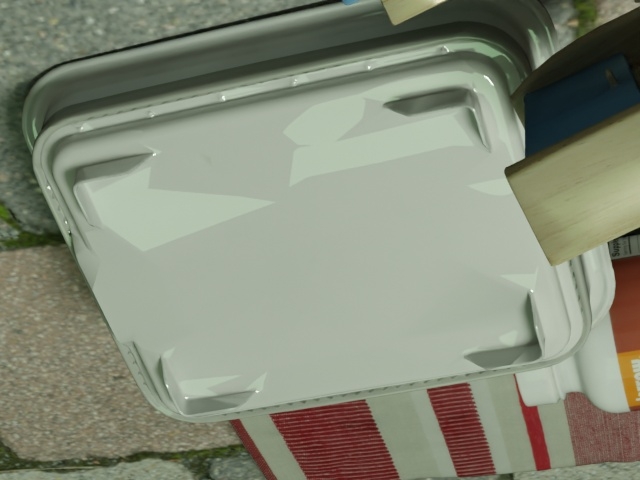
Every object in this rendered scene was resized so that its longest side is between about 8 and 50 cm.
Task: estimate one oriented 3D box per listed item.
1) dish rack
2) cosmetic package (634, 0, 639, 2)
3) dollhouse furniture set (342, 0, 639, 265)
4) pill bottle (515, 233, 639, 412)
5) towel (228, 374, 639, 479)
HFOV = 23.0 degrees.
[{"bbox_3d":[0.000,0.000,0.963,0.332,0.072,0.286,-10,127,14],"label":"dish rack"},{"bbox_3d":[0.225,-0.160,0.834,0.115,0.041,0.060,0,145,-3],"label":"cosmetic package"},{"bbox_3d":[0.141,-0.192,0.708,0.286,0.198,0.303,-26,101,13],"label":"dollhouse furniture set"},{"bbox_3d":[0.240,0.053,1.077,0.216,0.121,0.121,-11,145,13],"label":"pill bottle"},{"bbox_3d":[0.095,0.137,1.276,0.328,0.037,0.237,-7,148,10],"label":"towel"}]
